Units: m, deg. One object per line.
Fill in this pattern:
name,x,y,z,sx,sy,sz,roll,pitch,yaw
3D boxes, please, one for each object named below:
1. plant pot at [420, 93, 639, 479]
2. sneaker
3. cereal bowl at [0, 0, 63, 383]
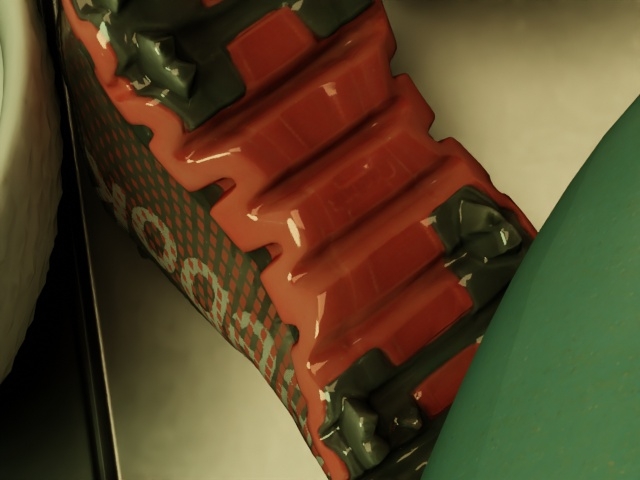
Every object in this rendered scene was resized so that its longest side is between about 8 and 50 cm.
plant pot,0.168,0.064,0.460,0.293,0.293,0.235,11,61,15
sneaker,0.000,0.000,0.605,0.098,0.135,0.276,-33,97,-17
cereal bowl,-0.242,-0.001,0.616,0.339,0.141,0.339,-4,57,6
